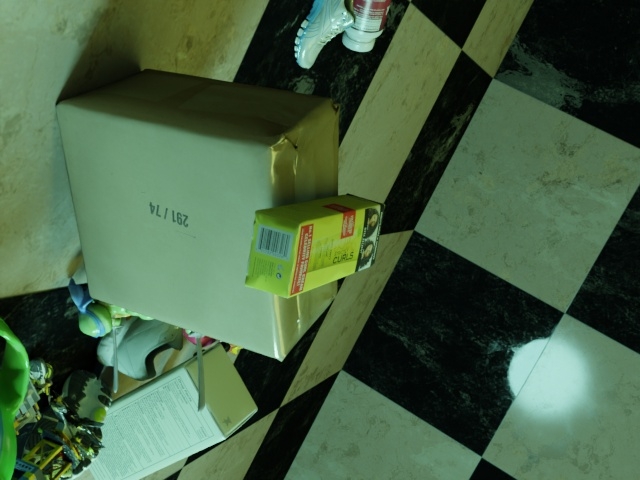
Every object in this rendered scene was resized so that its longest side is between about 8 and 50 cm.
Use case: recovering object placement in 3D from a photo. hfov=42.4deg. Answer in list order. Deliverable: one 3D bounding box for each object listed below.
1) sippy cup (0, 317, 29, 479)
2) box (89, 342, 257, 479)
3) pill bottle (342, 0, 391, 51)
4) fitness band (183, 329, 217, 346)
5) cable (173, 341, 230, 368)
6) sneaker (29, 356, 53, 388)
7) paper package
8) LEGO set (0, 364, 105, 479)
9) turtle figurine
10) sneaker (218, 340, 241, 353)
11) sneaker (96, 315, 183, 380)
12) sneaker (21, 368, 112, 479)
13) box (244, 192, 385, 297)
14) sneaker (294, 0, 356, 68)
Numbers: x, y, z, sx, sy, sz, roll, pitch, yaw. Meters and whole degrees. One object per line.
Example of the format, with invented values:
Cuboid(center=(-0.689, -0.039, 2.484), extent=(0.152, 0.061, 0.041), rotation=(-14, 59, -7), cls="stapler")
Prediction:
Cuboid(center=(-0.467, 0.194, 0.845), extent=(0.224, 0.240, 0.306), rotation=(81, 18, -51), cls="sippy cup")
Cuboid(center=(-0.281, 0.317, 1.458), extent=(0.311, 0.148, 0.121), rotation=(-29, 180, 28), cls="box")
Cuboid(center=(0.089, -0.450, 1.604), extent=(0.086, 0.086, 0.152), rotation=(-44, 158, -44), cls="pill bottle")
Cuboid(center=(-0.195, 0.102, 1.763), extent=(0.291, 0.054, 0.209), rotation=(-49, 160, -38), cls="fitness band")
Cuboid(center=(-0.272, 0.272, 1.768), extent=(0.150, 0.047, 0.184), rotation=(-33, 171, -48), cls="cable")
Cuboid(center=(-0.432, 0.201, 1.274), extent=(0.083, 0.031, 0.035), rotation=(108, 6, -47), cls="sneaker")
Cuboid(center=(-0.148, -0.043, 1.066), extent=(0.168, 0.324, 0.310), rotation=(-41, 138, -50), cls="paper package")
Cuboid(center=(-0.384, 0.295, 1.092), extent=(0.192, 0.331, 0.255), rotation=(-47, 127, -40), cls="LEGO set")
Cuboid(center=(-0.260, 0.102, 1.330), extent=(0.197, 0.275, 0.266), rotation=(-25, -158, 51), cls="turtle figurine")
Cuboid(center=(-0.179, 0.226, 2.002), extent=(0.175, 0.067, 0.064), rotation=(-42, 154, -51), cls="sneaker")
Cuboid(center=(-0.272, 0.131, 1.459), extent=(0.262, 0.121, 0.099), rotation=(-57, 164, -9), cls="sneaker")
Cuboid(center=(-0.407, 0.318, 1.318), extent=(0.110, 0.107, 0.275), rotation=(-53, -171, 16), cls="sneaker")
Cuboid(center=(0.000, 0.000, 0.945), extent=(0.232, 0.058, 0.087), rotation=(-13, 116, -63), cls="box")
Cuboid(center=(0.018, -0.394, 1.496), extent=(0.191, 0.083, 0.071), rotation=(-65, 165, 21), cls="sneaker")
